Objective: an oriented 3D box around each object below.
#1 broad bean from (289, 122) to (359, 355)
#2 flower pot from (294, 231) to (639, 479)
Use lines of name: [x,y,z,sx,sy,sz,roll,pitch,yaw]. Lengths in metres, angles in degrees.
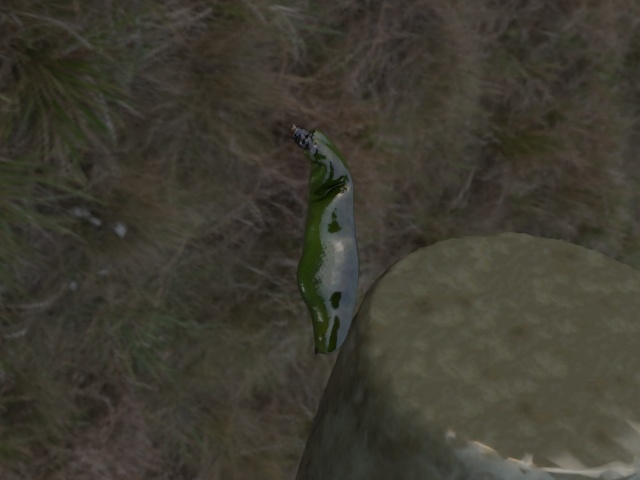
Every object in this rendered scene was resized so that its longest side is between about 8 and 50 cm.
broad bean: [0.006,-0.003,0.895,0.061,0.046,0.195,-8,92,-41]
flower pot: [0.116,0.183,0.694,0.293,0.293,0.330,-29,139,-41]
